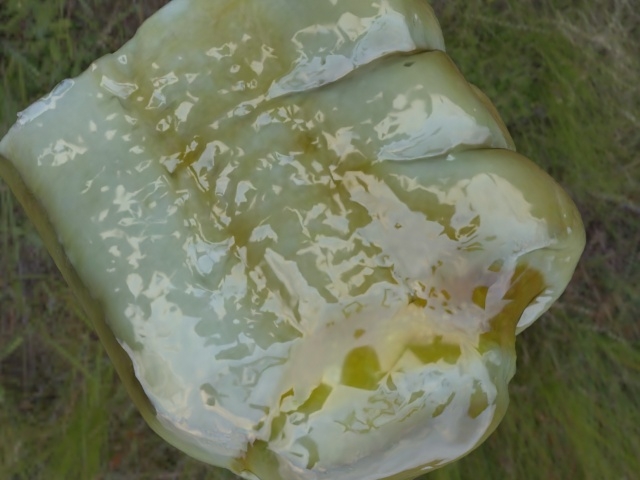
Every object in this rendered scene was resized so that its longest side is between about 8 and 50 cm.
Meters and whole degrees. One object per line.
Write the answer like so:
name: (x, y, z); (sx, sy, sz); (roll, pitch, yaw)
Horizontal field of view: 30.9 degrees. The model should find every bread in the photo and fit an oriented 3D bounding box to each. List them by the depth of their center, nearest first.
bread: (0.000, 0.000, 0.755); (0.300, 0.341, 0.210); (-39, 160, 5)
